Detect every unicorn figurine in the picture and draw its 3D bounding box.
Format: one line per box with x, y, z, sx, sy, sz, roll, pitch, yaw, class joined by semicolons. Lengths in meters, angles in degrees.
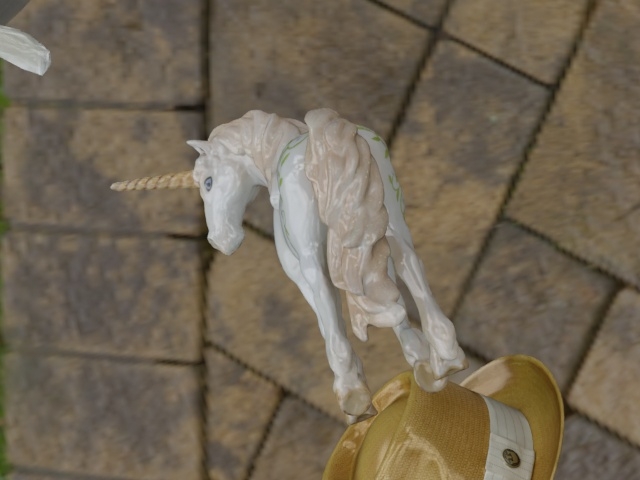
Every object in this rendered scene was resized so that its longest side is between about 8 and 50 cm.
0.000;0.000;0.548;0.111;0.060;0.162;67;157;8;unicorn figurine

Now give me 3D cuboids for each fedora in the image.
0.053;0.134;0.996;0.079;0.194;0.194;31;113;-17;fedora

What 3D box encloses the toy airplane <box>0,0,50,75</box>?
-0.106;-0.242;0.774;0.384;0.386;0.272;-39;80;4;toy airplane
